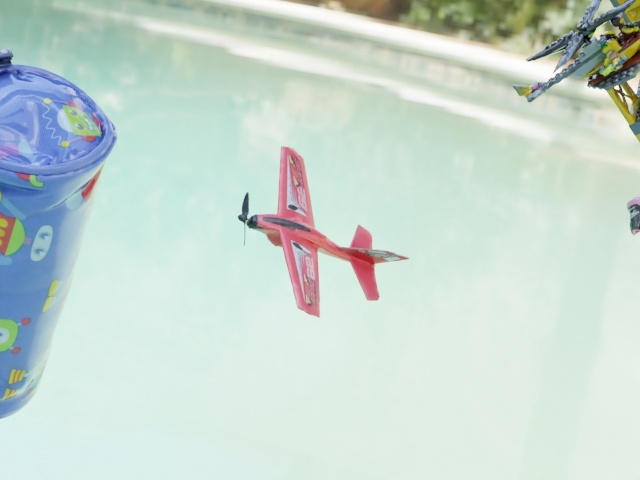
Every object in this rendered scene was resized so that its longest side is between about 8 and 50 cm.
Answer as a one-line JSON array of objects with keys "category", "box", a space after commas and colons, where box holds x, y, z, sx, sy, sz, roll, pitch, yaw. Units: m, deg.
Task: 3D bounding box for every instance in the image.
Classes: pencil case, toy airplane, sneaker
[{"category": "pencil case", "box": [-0.250, 0.007, 1.176, 0.133, 0.306, 0.119, 6, 43, -19]}, {"category": "toy airplane", "box": [0.000, 0.000, 1.166, 0.151, 0.151, 0.028, 1, -30, -39]}, {"category": "sneaker", "box": [0.431, -0.012, 1.897, 0.119, 0.057, 0.047, 18, -34, -14]}]

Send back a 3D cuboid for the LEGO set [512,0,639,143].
[{"category": "LEGO set", "box": [0.297, -0.211, 1.140, 0.255, 0.192, 0.331, -21, 26, 39]}]
